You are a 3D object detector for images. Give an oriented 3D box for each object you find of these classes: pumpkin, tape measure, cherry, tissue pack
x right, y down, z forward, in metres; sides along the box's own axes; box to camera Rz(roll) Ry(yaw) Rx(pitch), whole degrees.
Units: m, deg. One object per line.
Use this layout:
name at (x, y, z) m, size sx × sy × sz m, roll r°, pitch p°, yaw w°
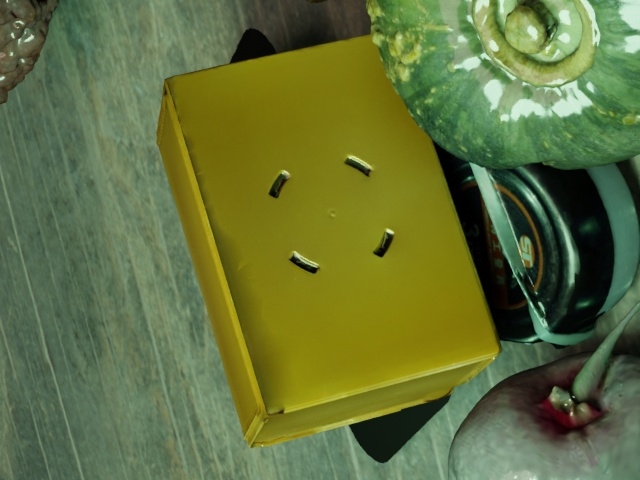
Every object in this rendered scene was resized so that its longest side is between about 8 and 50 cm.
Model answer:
pumpkin at (0.173, -0.201, 1.263) m, size 0.328 × 0.257 × 0.291 m, roll -18°, pitch 104°, yaw 42°
tape measure at (0.165, -0.006, 1.462) m, size 0.181 × 0.107 × 0.182 m, roll 14°, pitch 117°, yaw 47°
cherry at (0.207, 0.186, 1.425) m, size 0.213 × 0.183 × 0.266 m, roll -13°, pitch 108°, yaw 6°
tissue pack at (0.000, 0.000, 1.448) m, size 0.145 × 0.194 × 0.274 m, roll 116°, pitch 139°, yaw -71°

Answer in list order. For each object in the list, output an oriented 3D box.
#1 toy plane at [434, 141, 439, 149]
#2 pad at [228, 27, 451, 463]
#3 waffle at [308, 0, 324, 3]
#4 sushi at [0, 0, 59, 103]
toy plane at (0.074, -0.124, 1.558) m, size 0.078 × 0.053 × 0.197 m, roll 25°, pitch 124°, yaw 29°
pad at (0.010, 0.013, 1.692) m, size 0.375 × 0.063 × 0.315 m, roll 62°, pitch 154°, yaw 13°
waffle at (0.003, -0.334, 1.548) m, size 0.254 × 0.052 × 0.245 m, roll -41°, pitch 74°, yaw 48°
sushi at (-0.386, -0.272, 1.821) m, size 0.171 × 0.270 × 0.236 m, roll -51°, pitch 39°, yaw 47°
